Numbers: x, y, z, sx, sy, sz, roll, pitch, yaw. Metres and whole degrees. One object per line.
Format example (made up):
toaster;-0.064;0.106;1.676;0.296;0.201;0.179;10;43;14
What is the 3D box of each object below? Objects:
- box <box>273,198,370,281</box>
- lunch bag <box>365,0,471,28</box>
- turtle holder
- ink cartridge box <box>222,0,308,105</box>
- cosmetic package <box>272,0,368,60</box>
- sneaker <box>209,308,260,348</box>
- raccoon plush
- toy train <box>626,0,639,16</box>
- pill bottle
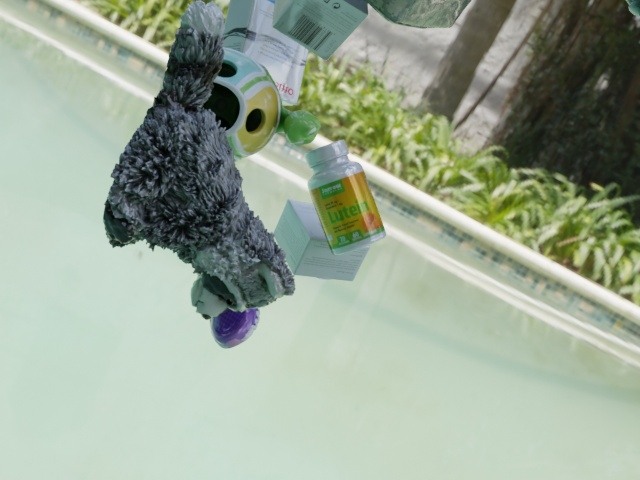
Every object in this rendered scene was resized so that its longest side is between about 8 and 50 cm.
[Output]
box;0.000;0.000;1.894;0.181;0.119;0.182;8;32;-30
lunch bag;0.212;-0.583;1.477;0.212;0.256;0.305;50;33;18
turtle holder;-0.188;-0.260;1.551;0.320;0.243;0.227;43;8;-8
ink cartridge box;-0.152;-0.556;2.073;0.223;0.307;0.129;14;-2;-43
cosmetic package;0.000;-0.530;1.624;0.151;0.151;0.183;25;45;-27
sneaker;-0.167;0.073;1.282;0.104;0.095;0.236;54;22;-46
raccoon plush;-0.132;-0.100;1.115;0.299;0.446;0.216;20;18;0
toy train;0.486;-0.306;0.863;0.190;0.142;0.334;43;4;3
pill bottle;0.050;-0.101;1.717;0.136;0.136;0.245;-32;102;-77
